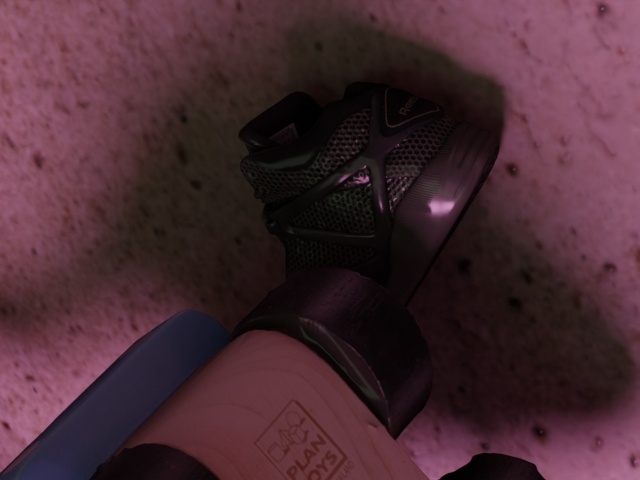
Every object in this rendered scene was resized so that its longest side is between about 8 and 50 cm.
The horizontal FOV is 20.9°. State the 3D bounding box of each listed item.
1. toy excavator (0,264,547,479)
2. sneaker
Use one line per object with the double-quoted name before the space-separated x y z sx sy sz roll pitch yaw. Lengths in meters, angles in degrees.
"toy excavator" -0.135 0.176 1.007 0.433 0.222 0.445 49 135 -6
"sneaker" 0.000 0.000 1.009 0.130 0.087 0.228 33 126 8
